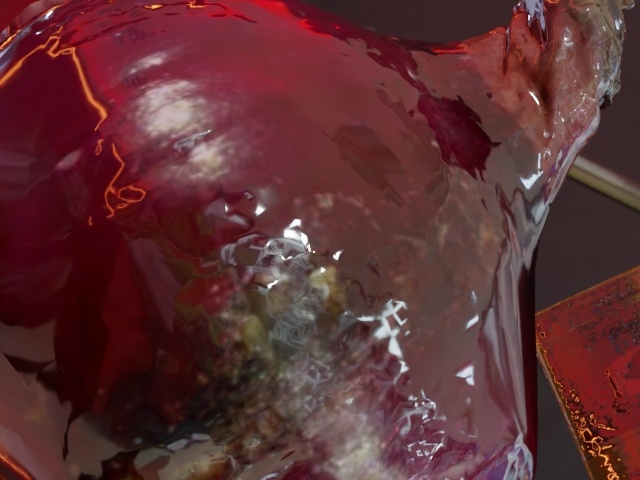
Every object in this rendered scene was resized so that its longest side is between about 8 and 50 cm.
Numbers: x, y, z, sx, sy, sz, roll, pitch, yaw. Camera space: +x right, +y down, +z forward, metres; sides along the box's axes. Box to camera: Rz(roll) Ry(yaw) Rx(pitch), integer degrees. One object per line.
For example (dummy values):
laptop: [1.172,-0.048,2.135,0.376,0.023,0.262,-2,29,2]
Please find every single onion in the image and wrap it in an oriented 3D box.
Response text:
onion: [0.000,0.000,0.613,0.347,0.385,0.348,52,3,-4]

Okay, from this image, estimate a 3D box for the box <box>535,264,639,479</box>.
box: [0.245,0.113,0.845,0.071,0.159,0.240,54,14,-34]
